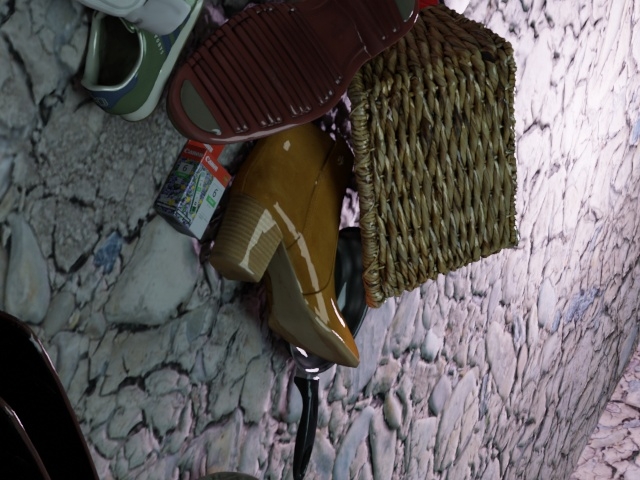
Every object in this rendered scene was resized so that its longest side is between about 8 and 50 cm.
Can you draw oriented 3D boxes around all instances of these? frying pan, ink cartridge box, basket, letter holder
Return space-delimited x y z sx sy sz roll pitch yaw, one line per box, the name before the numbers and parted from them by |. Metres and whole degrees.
frying pan | 0.007 0.130 1.573 0.197 0.053 0.326 -35 135 -47
ink cartridge box | -0.122 -0.066 1.249 0.115 0.029 0.063 -64 151 -15
basket | 0.092 -0.113 1.464 0.223 0.213 0.299 -22 128 -20
letter holder | -0.248 0.215 0.979 0.152 0.214 0.302 -49 144 -37

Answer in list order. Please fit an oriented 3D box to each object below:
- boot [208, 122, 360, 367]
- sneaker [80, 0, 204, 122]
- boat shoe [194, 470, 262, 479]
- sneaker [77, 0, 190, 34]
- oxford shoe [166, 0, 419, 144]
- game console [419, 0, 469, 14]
boot | -0.001 -0.001 1.397 0.295 0.104 0.211 48 59 -44
sneaker | -0.157 -0.201 1.068 0.086 0.064 0.192 12 98 -67
boat shoe | -0.187 0.454 1.271 0.500 0.186 0.156 -48 138 -47
sneaker | -0.145 -0.321 0.988 0.118 0.110 0.292 10 84 -25
oxford shoe | -0.039 -0.176 1.227 0.348 0.130 0.123 -35 99 -40
game console | 0.173 -0.505 1.508 0.342 0.060 0.386 -61 151 -21
